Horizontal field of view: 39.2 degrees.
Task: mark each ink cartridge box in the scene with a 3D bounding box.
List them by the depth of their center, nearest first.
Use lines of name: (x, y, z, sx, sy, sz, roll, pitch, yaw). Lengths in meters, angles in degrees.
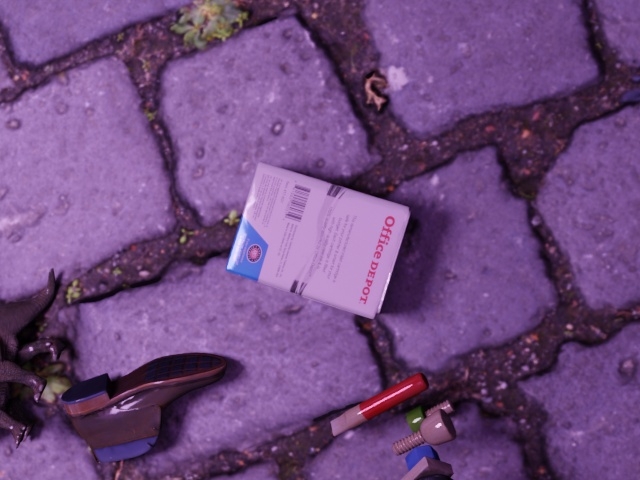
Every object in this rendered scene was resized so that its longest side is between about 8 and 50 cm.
ink cartridge box: (0.000, 0.000, 1.155, 0.203, 0.086, 0.148, 18, 91, 6)

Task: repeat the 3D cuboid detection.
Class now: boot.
boot: (-0.220, 0.220, 1.192, 0.219, 0.082, 0.106, -14, 108, 2)

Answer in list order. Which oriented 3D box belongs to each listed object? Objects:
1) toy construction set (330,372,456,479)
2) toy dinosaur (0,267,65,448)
toy construction set: (0.089, 0.350, 1.087, 0.237, 0.257, 0.309, -30, 64, 17)
toy dinosaur: (-0.441, 0.178, 1.182, 0.160, 0.121, 0.313, 21, 95, -7)
